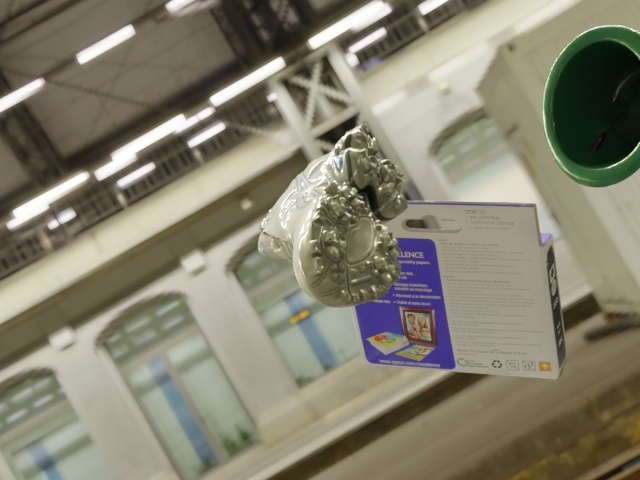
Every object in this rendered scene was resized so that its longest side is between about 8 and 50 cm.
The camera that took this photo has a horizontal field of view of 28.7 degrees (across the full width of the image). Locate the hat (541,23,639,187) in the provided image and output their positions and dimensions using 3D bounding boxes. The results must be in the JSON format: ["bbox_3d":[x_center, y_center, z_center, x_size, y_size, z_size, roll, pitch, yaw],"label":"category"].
[{"bbox_3d":[0.374,-0.154,1.435,0.183,0.208,0.173,6,-23,-39],"label":"hat"}]

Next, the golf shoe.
[{"bbox_3d":[0.000,0.000,0.731,0.086,0.069,0.176,-29,15,21],"label":"golf shoe"}]

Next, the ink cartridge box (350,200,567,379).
[{"bbox_3d":[0.124,0.038,1.205,0.206,0.208,0.045,2,37,23],"label":"ink cartridge box"}]
